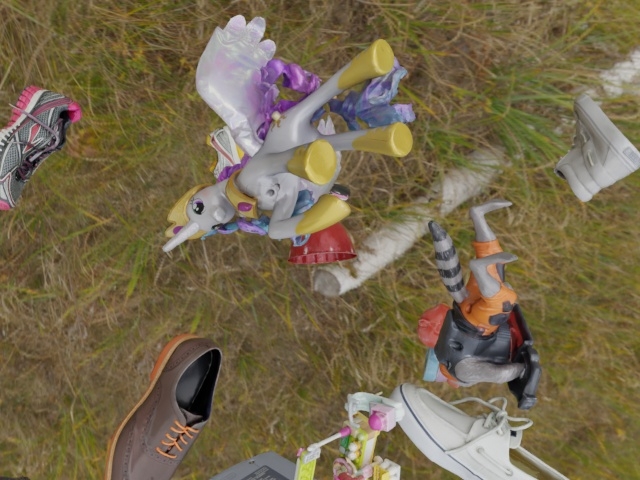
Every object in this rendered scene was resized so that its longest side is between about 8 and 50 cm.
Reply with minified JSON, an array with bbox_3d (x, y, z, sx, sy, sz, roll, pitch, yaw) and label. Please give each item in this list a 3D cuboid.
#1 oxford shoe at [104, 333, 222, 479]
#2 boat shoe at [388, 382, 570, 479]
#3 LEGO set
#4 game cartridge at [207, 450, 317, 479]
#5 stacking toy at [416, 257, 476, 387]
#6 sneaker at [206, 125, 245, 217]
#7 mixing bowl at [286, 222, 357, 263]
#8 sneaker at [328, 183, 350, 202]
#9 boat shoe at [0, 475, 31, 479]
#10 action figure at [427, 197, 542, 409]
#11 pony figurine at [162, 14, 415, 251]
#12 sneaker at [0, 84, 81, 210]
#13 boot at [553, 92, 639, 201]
[{"bbox_3d":[-0.212,0.257,0.845,0.097,0.098,0.271,28,72,-31],"label":"oxford shoe"},{"bbox_3d":[0.298,0.344,1.064,0.367,0.136,0.156,40,112,9],"label":"boat shoe"},{"bbox_3d":[0.040,0.328,0.749,0.107,0.132,0.286,-10,94,-42],"label":"LEGO set"},{"bbox_3d":[-0.171,0.563,1.334,0.297,0.198,0.062,-19,106,-40],"label":"game cartridge"},{"bbox_3d":[0.302,0.188,1.493,0.308,0.131,0.279,87,18,-56],"label":"stacking toy"},{"bbox_3d":[-0.204,-0.157,1.441,0.093,0.088,0.225,-12,114,0],"label":"sneaker"},{"bbox_3d":[0.000,0.000,1.592,0.182,0.181,0.098,0,79,-27],"label":"mixing bowl"},{"bbox_3d":[-0.004,-0.141,1.900,0.178,0.072,0.077,22,128,3],"label":"sneaker"},{"bbox_3d":[-0.343,0.242,0.439,0.127,0.340,0.158,6,74,9],"label":"boat shoe"},{"bbox_3d":[0.250,0.098,1.041,0.179,0.341,0.329,-1,119,-1],"label":"action figure"},{"bbox_3d":[-0.047,-0.135,0.847,0.303,0.364,0.350,46,55,-27],"label":"pony figurine"},{"bbox_3d":[-0.599,-0.196,1.289,0.112,0.121,0.299,14,63,-5],"label":"sneaker"},{"bbox_3d":[0.453,-0.163,1.078,0.095,0.258,0.123,41,116,-15],"label":"boot"}]
